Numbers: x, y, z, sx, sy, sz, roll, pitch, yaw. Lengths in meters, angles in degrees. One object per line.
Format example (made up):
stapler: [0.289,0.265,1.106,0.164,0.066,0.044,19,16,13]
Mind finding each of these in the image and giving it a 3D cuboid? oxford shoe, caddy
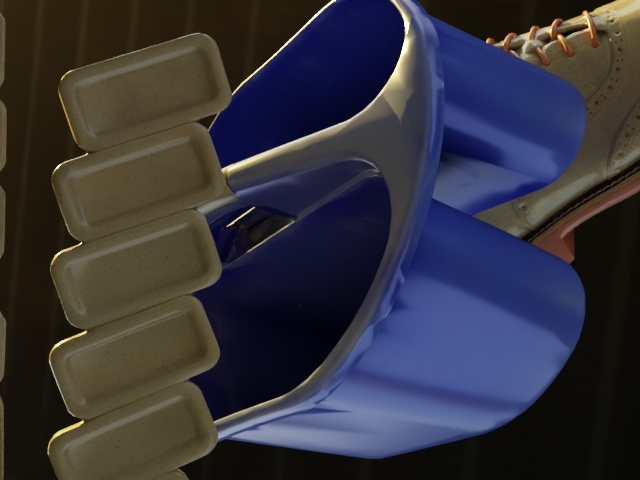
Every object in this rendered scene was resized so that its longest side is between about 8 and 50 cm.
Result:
oxford shoe: [0.183,-0.106,0.823,0.397,0.146,0.140,-50,-167,24]
caddy: [0.000,0.000,0.678,0.341,0.179,0.241,-32,-133,56]

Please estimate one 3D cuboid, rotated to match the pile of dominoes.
pile of dominoes: [-0.135,0.043,0.410,0.040,0.196,0.251,-161,-107,-74]
